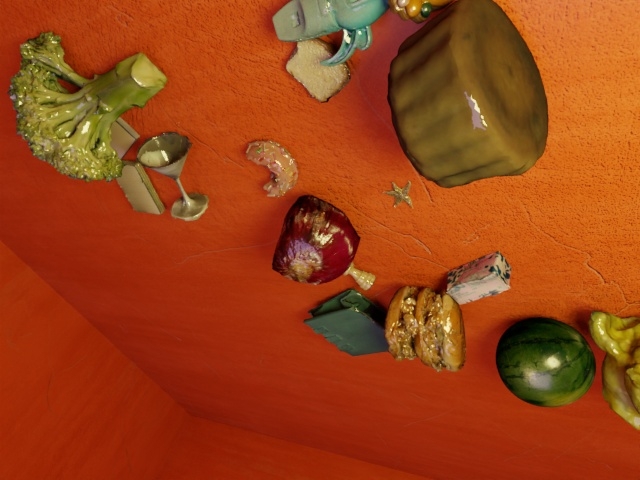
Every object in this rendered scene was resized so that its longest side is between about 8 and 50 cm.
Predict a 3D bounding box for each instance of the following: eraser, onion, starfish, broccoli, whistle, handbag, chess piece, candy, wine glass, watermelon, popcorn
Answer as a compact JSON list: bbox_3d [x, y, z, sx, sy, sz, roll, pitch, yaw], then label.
[{"bbox_3d":[-0.609,-0.308,1.257,0.104,0.023,0.150,45,137,-21],"label":"eraser"},{"bbox_3d":[0.002,-0.004,1.123,0.206,0.216,0.207,20,133,2],"label":"onion"},{"bbox_3d":[0.202,-0.113,1.046,0.086,0.016,0.092,28,138,-5],"label":"starfish"},{"bbox_3d":[-0.580,-0.311,1.097,0.397,0.275,0.353,6,136,3],"label":"broccoli"},{"bbox_3d":[0.040,-0.412,0.732,0.274,0.093,0.186,-7,110,27],"label":"whistle"},{"bbox_3d":[0.119,0.290,1.469,0.268,0.100,0.274,37,140,-19],"label":"handbag"},{"bbox_3d":[0.086,0.086,1.295,0.172,0.060,0.060,35,140,-7],"label":"chess piece"},{"bbox_3d":[0.411,0.102,1.108,0.073,0.092,0.160,42,136,-16],"label":"candy"},{"bbox_3d":[-0.409,-0.173,1.211,0.156,0.156,0.232,12,143,16],"label":"wine glass"},{"bbox_3d":[0.599,0.325,1.139,0.242,0.242,0.242,15,139,13],"label":"watermelon"},{"bbox_3d":[0.784,0.282,0.990,0.325,0.321,0.290,28,161,25],"label":"popcorn"}]

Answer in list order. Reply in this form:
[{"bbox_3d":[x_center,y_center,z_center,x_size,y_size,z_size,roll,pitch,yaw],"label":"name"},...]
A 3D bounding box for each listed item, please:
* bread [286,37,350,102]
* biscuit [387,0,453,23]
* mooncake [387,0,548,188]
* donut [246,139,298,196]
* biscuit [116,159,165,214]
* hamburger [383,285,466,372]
[{"bbox_3d":[-0.004,-0.357,0.870,0.129,0.044,0.126,36,147,-16],"label":"bread"},{"bbox_3d":[0.150,-0.418,0.630,0.170,0.170,0.050,42,-179,-18],"label":"biscuit"},{"bbox_3d":[0.242,-0.230,0.692,0.161,0.290,0.290,-14,127,48],"label":"mooncake"},{"bbox_3d":[-0.115,-0.187,1.095,0.117,0.065,0.166,-10,130,36],"label":"donut"},{"bbox_3d":[-0.599,-0.174,1.385,0.121,0.040,0.199,10,136,23],"label":"biscuit"},{"bbox_3d":[0.309,0.257,1.223,0.211,0.245,0.261,-2,103,24],"label":"hamburger"}]
